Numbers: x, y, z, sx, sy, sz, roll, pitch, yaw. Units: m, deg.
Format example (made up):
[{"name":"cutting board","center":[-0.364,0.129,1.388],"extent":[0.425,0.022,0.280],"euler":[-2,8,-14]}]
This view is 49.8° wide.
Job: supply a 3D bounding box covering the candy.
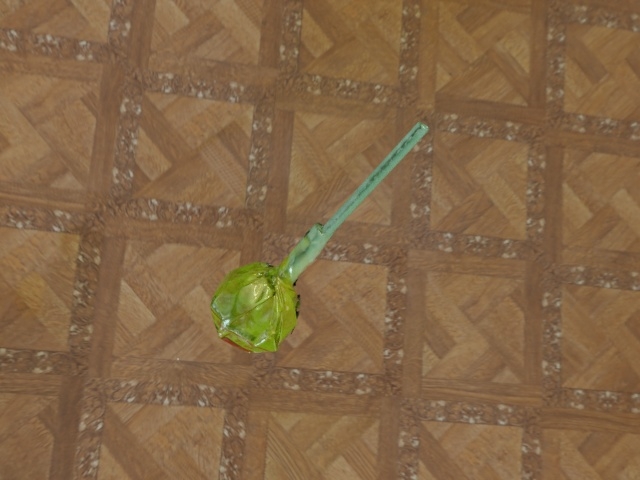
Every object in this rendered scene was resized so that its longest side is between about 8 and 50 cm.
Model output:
[{"name":"candy","center":[0.000,0.000,0.432],"extent":[0.194,0.062,0.058],"euler":[-46,55,21]}]
